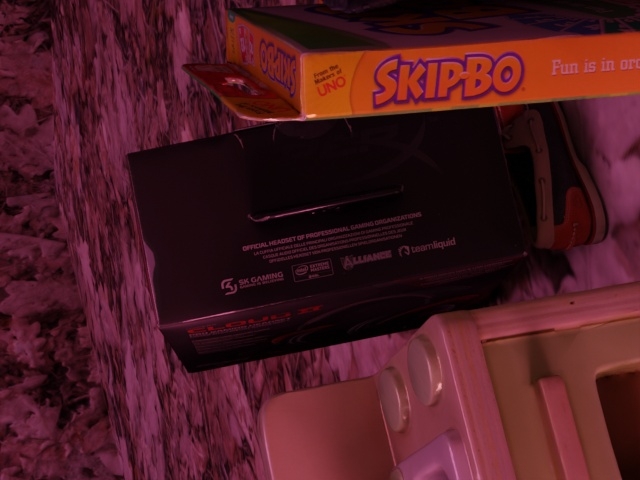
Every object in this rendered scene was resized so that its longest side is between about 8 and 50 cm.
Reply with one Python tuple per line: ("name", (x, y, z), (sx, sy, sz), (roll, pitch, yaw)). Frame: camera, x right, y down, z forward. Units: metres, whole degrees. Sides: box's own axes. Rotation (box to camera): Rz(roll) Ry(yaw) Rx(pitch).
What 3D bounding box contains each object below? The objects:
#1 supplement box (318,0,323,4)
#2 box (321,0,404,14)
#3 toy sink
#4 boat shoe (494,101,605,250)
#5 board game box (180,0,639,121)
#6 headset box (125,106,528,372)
("supplement box", (0.039, -0.142, 1.089), (0.233, 0.080, 0.078), (102, 157, -55))
("box", (0.022, -0.342, 0.702), (0.293, 0.212, 0.395), (-135, 30, -64))
("toy sink", (0.104, 0.114, 0.710), (0.131, 0.234, 0.153), (121, 139, -66))
("boat shoe", (0.128, -0.050, 0.889), (0.049, 0.043, 0.137), (99, 158, -51))
("board game box", (0.075, -0.087, 0.657), (0.124, 0.259, 0.039), (-137, 42, -66))
("headset box", (0.000, 0.000, 0.938), (0.293, 0.218, 0.110), (101, 158, -79))
